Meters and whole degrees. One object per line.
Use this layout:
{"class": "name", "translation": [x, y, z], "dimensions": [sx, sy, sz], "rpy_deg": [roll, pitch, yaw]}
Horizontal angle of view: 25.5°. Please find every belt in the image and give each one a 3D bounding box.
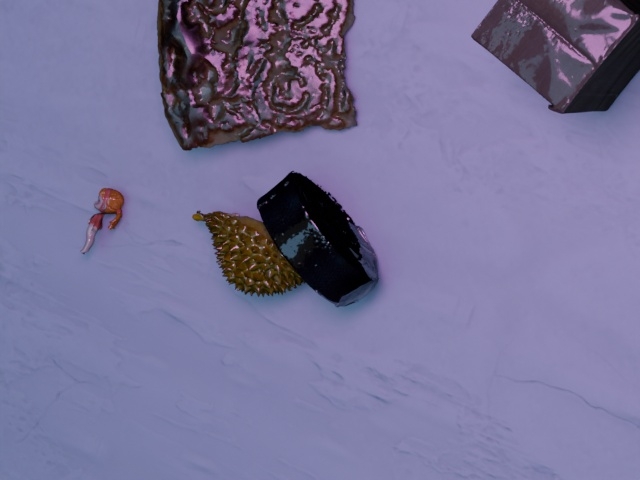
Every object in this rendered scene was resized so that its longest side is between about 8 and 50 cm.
{"class": "belt", "translation": [0.000, 0.000, 1.965], "dimensions": [0.078, 0.151, 0.198], "rpy_deg": [-39, 89, 19]}

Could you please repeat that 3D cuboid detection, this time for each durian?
{"class": "durian", "translation": [-0.116, 0.012, 2.020], "dimensions": [0.208, 0.146, 0.102], "rpy_deg": [33, 80, 28]}

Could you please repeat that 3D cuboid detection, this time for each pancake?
{"class": "pancake", "translation": [-0.079, -0.329, 1.998], "dimensions": [0.305, 0.067, 0.426], "rpy_deg": [7, 98, 5]}

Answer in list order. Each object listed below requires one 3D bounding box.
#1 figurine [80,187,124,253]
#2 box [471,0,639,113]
{"class": "figurine", "translation": [-0.335, -0.028, 2.166], "dimensions": [0.047, 0.064, 0.109], "rpy_deg": [26, 92, -4]}
{"class": "box", "translation": [0.315, -0.256, 1.744], "dimensions": [0.149, 0.231, 0.155], "rpy_deg": [43, 112, 15]}
